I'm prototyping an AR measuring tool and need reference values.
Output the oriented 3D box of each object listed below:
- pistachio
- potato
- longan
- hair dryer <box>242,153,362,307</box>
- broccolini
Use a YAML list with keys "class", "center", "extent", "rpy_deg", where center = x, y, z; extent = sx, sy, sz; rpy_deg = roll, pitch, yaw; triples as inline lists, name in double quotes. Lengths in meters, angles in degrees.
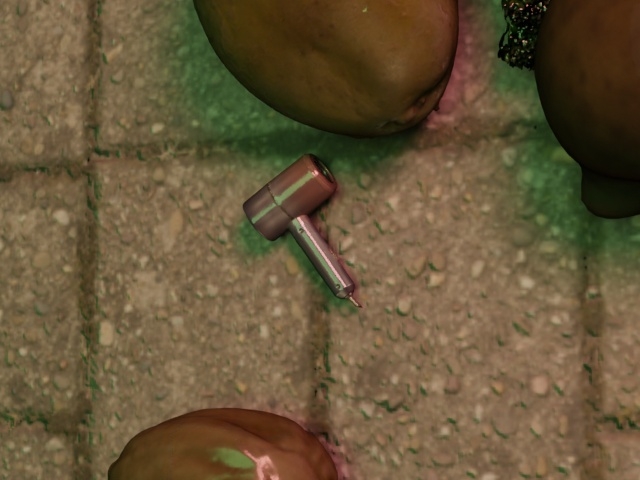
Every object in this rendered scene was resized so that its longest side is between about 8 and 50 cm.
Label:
- class: "pistachio"
  center: [-0.069, 0.174, 0.974]
  extent: [0.185, 0.126, 0.108]
  rpy_deg: [8, 46, 28]
- class: "potato"
  center: [0.003, -0.179, 0.947]
  extent: [0.235, 0.160, 0.178]
  rpy_deg: [54, 145, 5]
- class: "longan"
  center: [0.218, -0.098, 0.840]
  extent: [0.185, 0.159, 0.204]
  rpy_deg: [28, 121, 5]
- class: "hair dryer"
  center: [0.000, 0.000, 0.997]
  extent: [0.063, 0.037, 0.114]
  rpy_deg: [-37, 79, 15]
- class: "broccolini"
  center: [0.138, -0.212, 0.945]
  extent: [0.058, 0.074, 0.201]
  rpy_deg: [-2, 69, -11]
